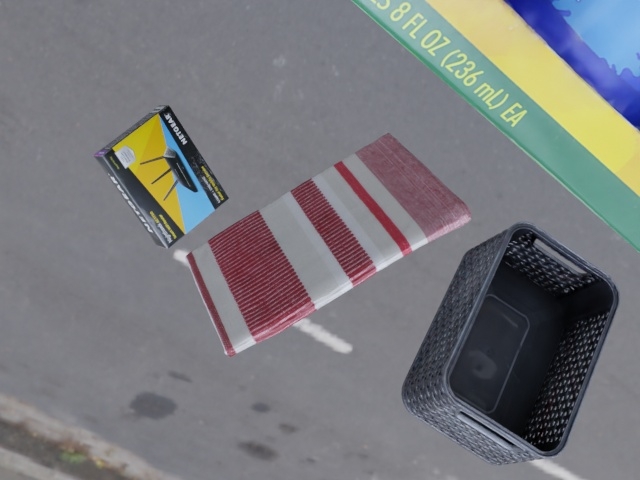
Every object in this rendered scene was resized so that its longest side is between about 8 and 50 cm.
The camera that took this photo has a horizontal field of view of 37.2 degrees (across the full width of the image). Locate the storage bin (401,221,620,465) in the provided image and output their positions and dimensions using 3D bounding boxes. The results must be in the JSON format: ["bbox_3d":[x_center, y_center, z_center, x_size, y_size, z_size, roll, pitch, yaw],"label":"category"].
[{"bbox_3d":[0.165,0.090,0.824,0.122,0.180,0.084,33,154,-8],"label":"storage bin"}]

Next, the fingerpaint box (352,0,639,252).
[{"bbox_3d":[0.232,-0.201,0.500,0.445,0.163,0.371,38,120,-20],"label":"fingerpaint box"}]

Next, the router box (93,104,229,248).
[{"bbox_3d":[-0.242,-0.097,1.459,0.046,0.133,0.179,12,139,57],"label":"router box"}]

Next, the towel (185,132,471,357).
[{"bbox_3d":[0.000,0.000,1.191,0.329,0.237,0.037,-31,124,-2],"label":"towel"}]
